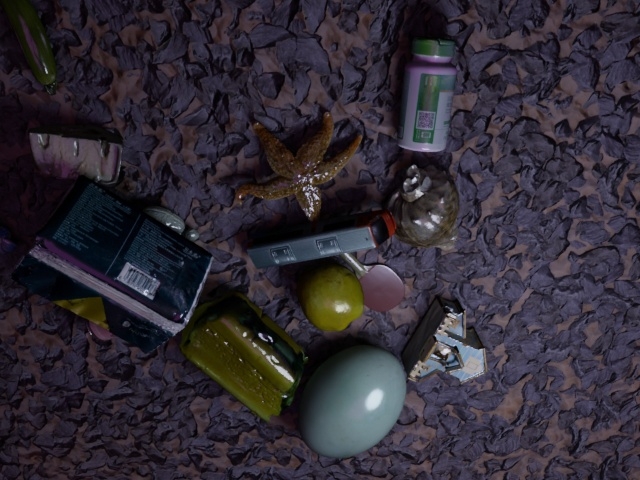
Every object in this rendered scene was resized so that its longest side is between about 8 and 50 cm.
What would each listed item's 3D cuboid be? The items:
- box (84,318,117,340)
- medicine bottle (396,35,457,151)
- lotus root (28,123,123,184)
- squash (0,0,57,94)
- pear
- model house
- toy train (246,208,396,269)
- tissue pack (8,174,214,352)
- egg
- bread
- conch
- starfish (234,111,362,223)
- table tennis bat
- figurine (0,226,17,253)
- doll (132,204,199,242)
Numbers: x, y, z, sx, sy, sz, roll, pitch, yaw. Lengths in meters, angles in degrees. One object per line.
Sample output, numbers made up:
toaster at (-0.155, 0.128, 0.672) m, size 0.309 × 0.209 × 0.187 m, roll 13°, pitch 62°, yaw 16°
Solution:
box at (-0.587, 0.217, 1.713) m, size 0.135 × 0.151 × 0.151 m, roll -17°, pitch 111°, yaw 15°
medicine bottle at (0.271, -0.372, 1.504) m, size 0.133 × 0.133 × 0.274 m, roll 2°, pitch 112°, yaw -2°
lotus root at (-0.625, -0.230, 1.543) m, size 0.234 × 0.138 × 0.119 m, roll 9°, pitch 116°, yaw -5°
squash at (-0.724, -0.517, 1.463) m, size 0.080 × 0.071 × 0.319 m, roll -19°, pitch 110°, yaw 7°
pear at (0.026, 0.156, 1.675) m, size 0.200 × 0.200 × 0.200 m, roll 0°, pitch 111°, yaw -1°
model house at (0.393, 0.326, 1.758) m, size 0.206 × 0.178 × 0.271 m, roll 24°, pitch 106°, yaw -11°
toy train at (0.000, 0.000, 1.616) m, size 0.409 × 0.089 × 0.086 m, roll -10°, pitch 128°, yaw 18°
tissue pack at (-0.528, 0.064, 1.531) m, size 0.416 × 0.264 × 0.253 m, roll 35°, pitch 135°, yaw -24°
egg at (0.089, 0.476, 1.750) m, size 0.276 × 0.276 × 0.389 m, roll 32°, pitch 109°, yaw -12°
bread at (-0.215, 0.317, 1.721) m, size 0.376 × 0.208 × 0.251 m, roll 43°, pitch 112°, yaw -15°
conch at (0.286, -0.069, 1.607) m, size 0.210 × 0.159 × 0.291 m, roll -28°, pitch 111°, yaw 8°
starfish at (-0.055, -0.178, 1.596) m, size 0.375 × 0.094 × 0.327 m, roll -15°, pitch 109°, yaw -1°
table tennis bat at (0.146, 0.113, 1.752) m, size 0.138 × 0.022 × 0.246 m, roll -41°, pitch 109°, yaw 13°
figurine at (-0.911, -0.002, 1.666) m, size 0.114 × 0.079 × 0.114 m, roll 15°, pitch 144°, yaw 11°
doll at (-0.444, -0.042, 1.654) m, size 0.214 × 0.072 × 0.103 m, roll 23°, pitch 130°, yaw -18°
